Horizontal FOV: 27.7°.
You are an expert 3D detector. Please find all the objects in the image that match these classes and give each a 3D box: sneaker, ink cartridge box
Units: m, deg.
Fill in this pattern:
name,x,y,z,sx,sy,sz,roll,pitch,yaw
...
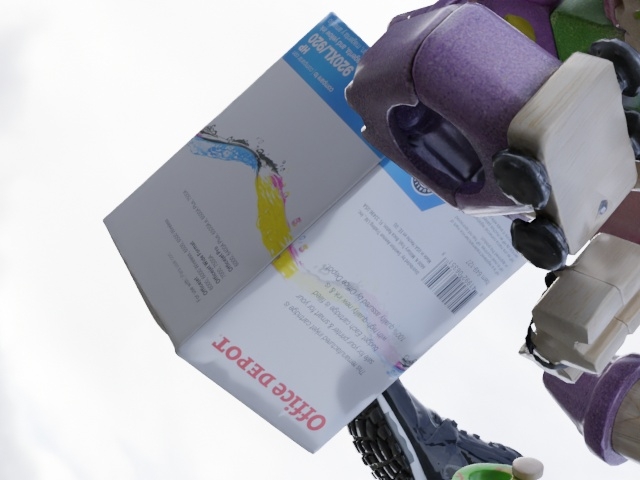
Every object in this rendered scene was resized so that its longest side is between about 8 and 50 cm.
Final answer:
name,x,y,z,sx,sy,sz,roll,pitch,yaw
sneaker,0.129,0.218,1.233,0.283,0.124,0.107,60,-21,-6
ink cartridge box,-0.002,-0.005,0.934,0.171,0.233,0.168,45,4,-42

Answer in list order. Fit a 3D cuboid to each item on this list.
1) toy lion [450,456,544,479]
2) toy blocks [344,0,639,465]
name,x,y,z,sx,sy,sz,roll,pitch,yaw
toy lion,0.117,0.194,0.948,0.100,0.096,0.034,-79,173,-67
toy blocks,0.111,-0.079,0.616,0.260,0.309,0.288,25,-29,39
